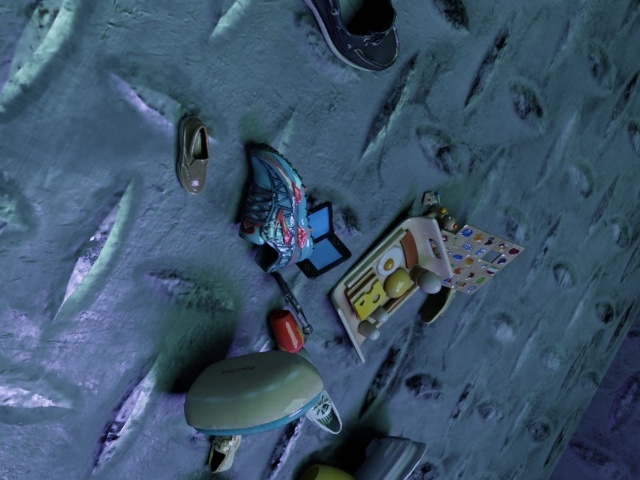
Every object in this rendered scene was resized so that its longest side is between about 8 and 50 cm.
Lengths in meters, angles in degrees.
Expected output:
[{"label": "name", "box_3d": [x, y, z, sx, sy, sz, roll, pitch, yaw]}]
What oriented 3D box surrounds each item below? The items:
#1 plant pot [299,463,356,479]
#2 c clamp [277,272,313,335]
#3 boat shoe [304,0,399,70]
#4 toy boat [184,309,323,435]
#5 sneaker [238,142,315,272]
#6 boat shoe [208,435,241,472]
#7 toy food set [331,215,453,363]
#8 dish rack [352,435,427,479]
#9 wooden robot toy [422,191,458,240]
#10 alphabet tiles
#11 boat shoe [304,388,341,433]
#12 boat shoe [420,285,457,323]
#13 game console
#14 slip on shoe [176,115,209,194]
[{"label": "plant pot", "box_3d": [0.006, 0.587, 1.949, 0.095, 0.134, 0.134, 44, 74, -17]}, {"label": "c clamp", "box_3d": [-0.050, 0.133, 1.602, 0.022, 0.137, 0.161, -29, 143, -1]}, {"label": "boat shoe", "box_3d": [0.073, -0.396, 1.427, 0.127, 0.113, 0.340, -55, 142, -10]}, {"label": "toy boat", "box_3d": [-0.094, 0.267, 1.557, 0.318, 0.267, 0.148, -54, 129, -58]}, {"label": "sneaker", "box_3d": [-0.089, -0.046, 1.462, 0.125, 0.104, 0.262, -32, 129, -24]}, {"label": "boat shoe", "box_3d": [-0.195, 0.414, 1.660, 0.045, 0.050, 0.135, -14, 122, -51]}, {"label": "toy food set", "box_3d": [0.168, 0.113, 1.850, 0.306, 0.092, 0.220, -43, 139, -16]}, {"label": "dish rack", "box_3d": [0.110, 0.610, 2.028, 0.333, 0.072, 0.285, -50, -178, -15]}, {"label": "wooden robot toy", "box_3d": [0.282, -0.034, 1.919, 0.076, 0.079, 0.173, -38, 136, -29]}, {"label": "alphabet tiles", "box_3d": [0.341, 0.044, 1.973, 0.237, 0.009, 0.198, 19, 131, -30]}, {"label": "boat shoe", "box_3d": [-0.007, 0.358, 1.824, 0.083, 0.076, 0.226, -53, 142, -13]}, {"label": "boat shoe", "box_3d": [0.308, 0.151, 2.083, 0.153, 0.056, 0.048, -58, 138, -18]}, {"label": "game console", "box_3d": [0.000, 0.000, 1.622, 0.122, 0.107, 0.071, -28, 159, -36]}, {"label": "slip on shoe", "box_3d": [-0.200, -0.133, 1.328, 0.051, 0.041, 0.135, -21, 127, -41]}]
